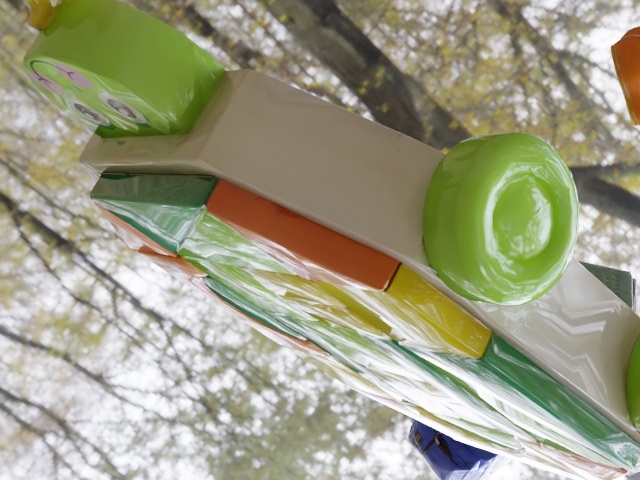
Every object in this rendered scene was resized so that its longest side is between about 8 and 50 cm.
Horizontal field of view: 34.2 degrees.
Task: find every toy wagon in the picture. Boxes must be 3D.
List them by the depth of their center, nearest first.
[{"bbox_3d":[0.000,0.000,0.441,0.267,0.344,0.068,6,-115,55],"label":"toy wagon"}]

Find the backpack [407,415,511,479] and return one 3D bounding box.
[{"bbox_3d":[0.137,0.178,1.047,0.101,0.120,0.098,-24,155,-30],"label":"backpack"}]

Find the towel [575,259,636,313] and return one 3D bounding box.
[{"bbox_3d":[0.300,0.102,1.443,0.370,0.272,0.040,-55,156,-63],"label":"towel"}]

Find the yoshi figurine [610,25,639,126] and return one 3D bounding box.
[{"bbox_3d":[0.486,-0.246,1.073,0.362,0.203,0.203,-14,-120,25],"label":"yoshi figurine"}]
